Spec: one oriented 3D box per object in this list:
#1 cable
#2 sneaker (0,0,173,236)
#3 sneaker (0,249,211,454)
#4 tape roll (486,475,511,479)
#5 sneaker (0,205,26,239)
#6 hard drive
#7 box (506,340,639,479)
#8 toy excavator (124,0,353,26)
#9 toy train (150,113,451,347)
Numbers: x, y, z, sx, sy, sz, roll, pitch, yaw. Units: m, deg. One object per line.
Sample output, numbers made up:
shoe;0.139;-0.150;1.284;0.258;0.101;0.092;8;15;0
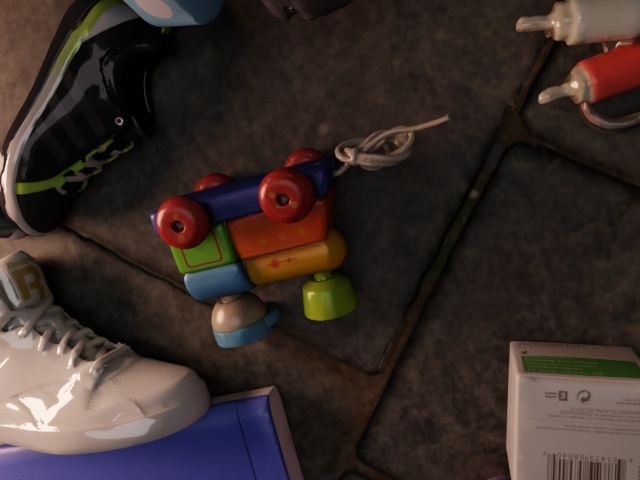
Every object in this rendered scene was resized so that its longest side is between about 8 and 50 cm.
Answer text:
cable;0.285;-0.159;0.446;0.287;0.072;0.139;-10;99;15
sneaker;-0.199;-0.098;0.560;0.097;0.084;0.235;27;103;6
sneaker;-0.249;0.093;0.588;0.292;0.108;0.169;-3;101;14
tape roll;0.186;0.267;0.473;0.189;0.189;0.080;23;103;9
sneaker;-0.386;-0.054;0.601;0.223;0.098;0.083;14;101;10
hard drive;-0.167;0.274;0.630;0.318;0.040;0.210;-14;95;14
box;0.200;0.140;0.503;0.101;0.087;0.102;1;98;13
toy excavator;-0.188;-0.256;0.459;0.445;0.222;0.433;10;75;33
toy train;0.000;0.000;0.526;0.248;0.105;0.143;-13;106;14
